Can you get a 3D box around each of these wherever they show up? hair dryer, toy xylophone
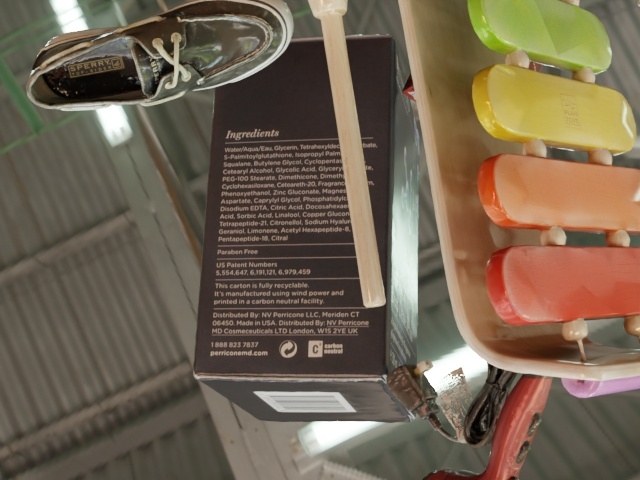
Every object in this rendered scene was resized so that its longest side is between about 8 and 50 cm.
[{"bbox_3d":[0.155,0.198,1.008,0.080,0.223,0.293,-5,-119,-35],"label":"hair dryer"},{"bbox_3d":[0.106,-0.061,0.638,0.081,0.236,0.322,-18,-95,41],"label":"toy xylophone"}]

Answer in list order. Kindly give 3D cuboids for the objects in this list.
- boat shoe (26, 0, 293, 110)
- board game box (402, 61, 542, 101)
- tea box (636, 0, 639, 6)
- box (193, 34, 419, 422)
[{"bbox_3d":[-0.128,-0.145,0.909,0.219,0.077,0.070,-13,-154,8],"label":"boat shoe"},{"bbox_3d":[0.208,-0.249,1.344,0.027,0.145,0.281,-19,-139,58],"label":"board game box"},{"bbox_3d":[0.632,-0.439,1.534,0.220,0.329,0.323,29,-87,4],"label":"tea box"},{"bbox_3d":[0.000,0.000,1.341,0.212,0.293,0.395,-2,-107,11],"label":"box"}]
